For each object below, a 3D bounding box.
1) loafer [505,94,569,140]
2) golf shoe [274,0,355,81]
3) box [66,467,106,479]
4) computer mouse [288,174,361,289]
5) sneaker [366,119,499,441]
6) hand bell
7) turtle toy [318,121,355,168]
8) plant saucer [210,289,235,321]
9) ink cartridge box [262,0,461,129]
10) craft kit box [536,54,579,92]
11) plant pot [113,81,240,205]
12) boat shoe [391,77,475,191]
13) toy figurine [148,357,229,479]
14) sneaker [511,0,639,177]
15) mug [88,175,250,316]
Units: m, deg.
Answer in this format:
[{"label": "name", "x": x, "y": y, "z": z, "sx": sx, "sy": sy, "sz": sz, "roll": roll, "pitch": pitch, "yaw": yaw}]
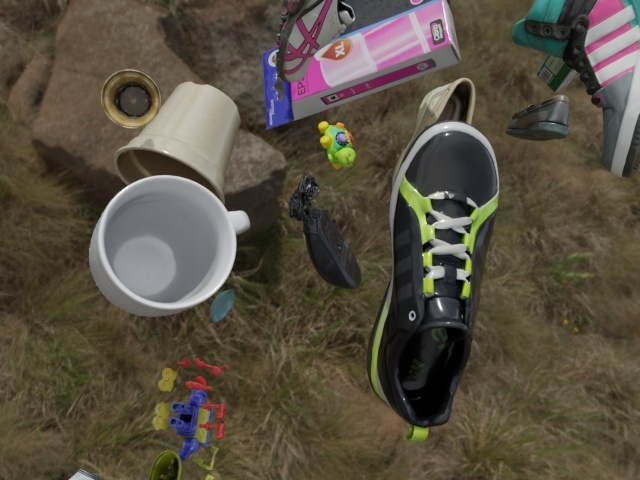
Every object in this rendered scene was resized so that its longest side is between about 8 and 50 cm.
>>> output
[{"label": "loafer", "x": 0.496, "y": -0.272, "z": 1.303, "sx": 0.096, "sy": 0.084, "sz": 0.267, "roll": 12, "pitch": 9, "yaw": -2}, {"label": "golf shoe", "x": -0.006, "y": -0.245, "z": 0.666, "sx": 0.085, "sy": 0.186, "sz": 0.068, "roll": 10, "pitch": 64, "yaw": -8}, {"label": "box", "x": -0.318, "y": 0.520, "z": 0.984, "sx": 0.060, "sy": 0.270, "sz": 0.216, "roll": -38, "pitch": 120, "yaw": -45}, {"label": "computer mouse", "x": 0.000, "y": 0.000, "z": 1.281, "sx": 0.272, "sy": 0.072, "sz": 0.188, "roll": 59, "pitch": 21, "yaw": -18}, {"label": "sneaker", "x": 0.093, "y": 0.033, "z": 0.421, "sx": 0.084, "sy": 0.235, "sz": 0.097, "roll": 5, "pitch": 13, "yaw": -10}, {"label": "hand bell", "x": -0.435, "y": -0.326, "z": 1.377, "sx": 0.126, "sy": 0.126, "sz": 0.242, "roll": 28, "pitch": 3, "yaw": -14}, {"label": "turtle toy", "x": 0.043, "y": -0.213, "z": 1.311, "sx": 0.095, "sy": 0.066, "sz": 0.130, "roll": 57, "pitch": 20, "yaw": -47}, {"label": "plant saucer", "x": -0.327, "y": 0.211, "z": 1.902, "sx": 0.021, "sy": 0.119, "sz": 0.119, "roll": 29, "pitch": 41, "yaw": 20}, {"label": "ink cartridge box", "x": 0.045, "y": -0.332, "z": 1.004, "sx": 0.069, "sy": 0.370, "sz": 0.176, "roll": 28, "pitch": 52, "yaw": -57}, {"label": "craft kit box", "x": 0.482, "y": -0.372, "z": 0.900, "sx": 0.246, "sy": 0.250, "sz": 0.061, "roll": -40, "pitch": 78, "yaw": -4}, {"label": "plant pot", "x": -0.390, "y": -0.284, "z": 1.719, "sx": 0.333, "sy": 0.334, "sz": 0.306, "roll": 27, "pitch": 62, "yaw": -15}, {"label": "boat shoe", "x": 0.214, "y": -0.156, "z": 1.058, "sx": 0.109, "sy": 0.098, "sz": 0.303, "roll": 22, "pitch": 76, "yaw": -17}, {"label": "toy figurine", "x": -0.323, "y": 0.521, "z": 1.556, "sx": 0.191, "sy": 0.217, "sz": 0.363, "roll": -2, "pitch": 62, "yaw": 8}, {"label": "sneaker", "x": 0.333, "y": -0.233, "z": 0.729, "sx": 0.123, "sy": 0.178, "sz": 0.296, "roll": -8, "pitch": 105, "yaw": -54}, {"label": "mug", "x": -0.331, "y": 0.018, "z": 1.311, "sx": 0.374, "sy": 0.328, "sz": 0.276, "roll": -24, "pitch": 89, "yaw": -30}]
